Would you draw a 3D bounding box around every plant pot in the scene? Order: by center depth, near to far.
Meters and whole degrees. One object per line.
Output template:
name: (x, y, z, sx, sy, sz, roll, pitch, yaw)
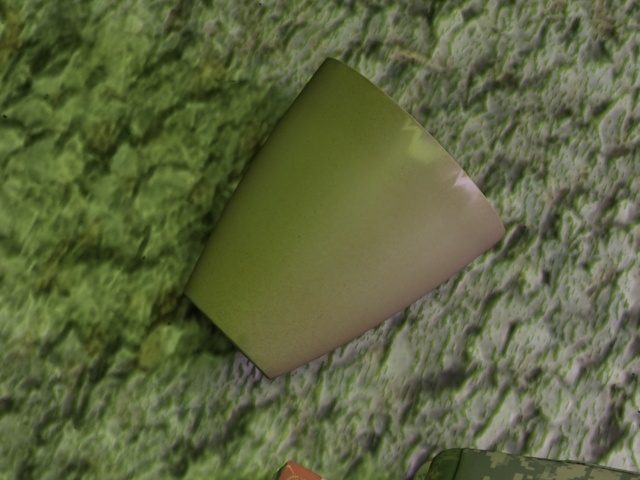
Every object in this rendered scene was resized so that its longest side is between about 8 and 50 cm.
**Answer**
plant pot: (0.000, 0.000, 1.964, 0.274, 0.256, 0.256, -44, 87, -4)

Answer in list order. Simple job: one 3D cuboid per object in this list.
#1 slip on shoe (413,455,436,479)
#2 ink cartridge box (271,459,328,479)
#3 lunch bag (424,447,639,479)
slip on shoe: (0.246, 0.310, 1.988, 0.331, 0.123, 0.101, 25, 38, 1)
ink cartridge box: (0.024, 0.320, 1.945, 0.198, 0.067, 0.115, 28, 69, -3)
lunch bag: (0.206, 0.358, 1.804, 0.305, 0.213, 0.256, 10, 40, 12)
